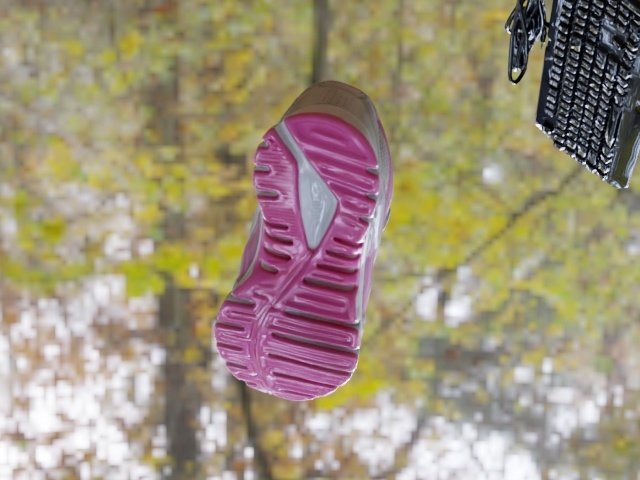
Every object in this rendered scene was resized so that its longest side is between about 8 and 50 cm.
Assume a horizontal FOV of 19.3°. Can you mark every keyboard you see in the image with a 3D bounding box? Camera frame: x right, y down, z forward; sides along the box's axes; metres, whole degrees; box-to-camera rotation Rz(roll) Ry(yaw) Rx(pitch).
[{"bbox_3d":[0.135,-0.093,1.030,0.038,0.192,0.100,-40,-112,-17],"label":"keyboard"}]

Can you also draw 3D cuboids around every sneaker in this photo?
[{"bbox_3d":[0.000,0.000,1.269,0.103,0.252,0.111,19,-143,4],"label":"sneaker"}]
